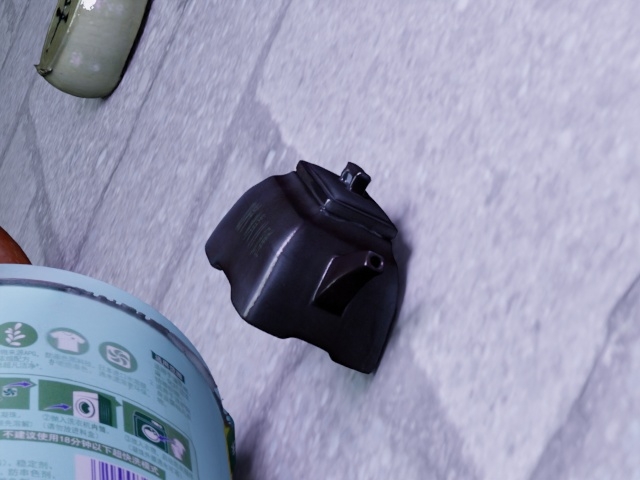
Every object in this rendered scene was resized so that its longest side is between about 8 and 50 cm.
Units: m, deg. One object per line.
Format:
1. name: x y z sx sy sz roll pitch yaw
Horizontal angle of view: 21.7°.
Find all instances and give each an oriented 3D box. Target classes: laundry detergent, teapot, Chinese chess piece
1. laundry detergent: -0.184 0.184 0.974 0.287 0.287 0.305 -60 22 25
2. teapot: 0.000 0.000 0.965 0.096 0.087 0.177 -61 21 11
3. Chinese chess piece: -0.246 -0.249 1.832 0.188 0.083 0.188 -161 90 -73

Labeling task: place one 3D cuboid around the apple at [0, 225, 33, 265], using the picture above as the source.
1. apple: -0.424 0.117 1.671 0.348 0.277 0.348 -53 23 35
